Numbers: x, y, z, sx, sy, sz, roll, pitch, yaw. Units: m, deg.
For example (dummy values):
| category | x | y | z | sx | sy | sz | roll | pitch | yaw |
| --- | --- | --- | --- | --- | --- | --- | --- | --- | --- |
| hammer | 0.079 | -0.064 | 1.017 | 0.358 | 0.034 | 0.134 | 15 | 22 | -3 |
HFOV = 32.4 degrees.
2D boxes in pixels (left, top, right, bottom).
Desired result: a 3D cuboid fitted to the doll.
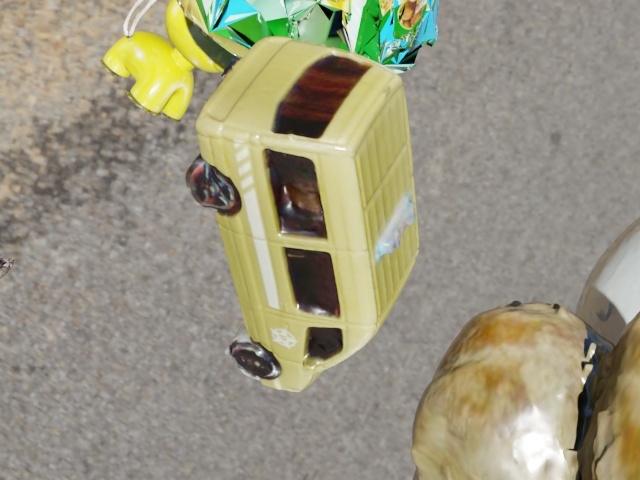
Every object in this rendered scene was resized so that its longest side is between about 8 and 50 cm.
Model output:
| category | x | y | z | sx | sy | sz | roll | pitch | yaw |
| --- | --- | --- | --- | --- | --- | --- | --- | --- | --- |
| doll | -0.135 | -0.240 | 1.240 | 0.221 | 0.135 | 0.143 | -47 | 152 | 19 |

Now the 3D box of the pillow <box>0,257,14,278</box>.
| category | x | y | z | sx | sy | sz | roll | pitch | yaw |
| --- | --- | --- | --- | --- | --- | --- | --- | --- | --- |
| pillow | -0.438 | 0.058 | 1.226 | 0.248 | 0.135 | 0.049 | -74 | 148 | -76 |

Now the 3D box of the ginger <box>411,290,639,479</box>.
| category | x | y | z | sx | sy | sz | roll | pitch | yaw |
| --- | --- | --- | --- | --- | --- | --- | --- | --- | --- |
| ginger | 0.165 | 0.142 | 0.656 | 0.155 | 0.304 | 0.245 | -17 | 105 | -37 |

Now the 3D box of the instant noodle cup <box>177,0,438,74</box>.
| category | x | y | z | sx | sy | sz | roll | pitch | yaw |
| --- | --- | --- | --- | --- | --- | --- | --- | --- | --- |
| instant noodle cup | 0.007 | -0.263 | 0.878 | 0.240 | 0.240 | 0.178 | -25 | 144 | -40 |

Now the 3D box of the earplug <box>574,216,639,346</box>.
| category | x | y | z | sx | sy | sz | roll | pitch | yaw |
| --- | --- | --- | --- | --- | --- | --- | --- | --- | --- |
| earplug | 0.366 | 0.075 | 0.917 | 0.214 | 0.325 | 0.175 | 40 | 70 | -38 |

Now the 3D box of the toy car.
| category | x | y | z | sx | sy | sz | roll | pitch | yaw |
| --- | --- | --- | --- | --- | --- | --- | --- | --- | --- |
| toy car | 0.000 | 0.000 | 0.710 | 0.101 | 0.124 | 0.257 | -57 | 151 | -37 |
